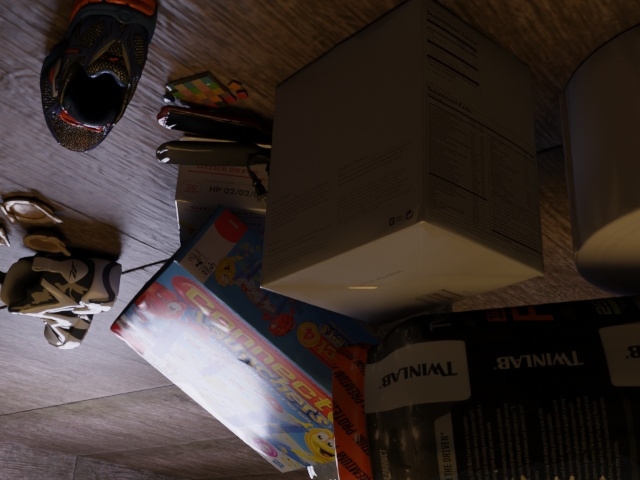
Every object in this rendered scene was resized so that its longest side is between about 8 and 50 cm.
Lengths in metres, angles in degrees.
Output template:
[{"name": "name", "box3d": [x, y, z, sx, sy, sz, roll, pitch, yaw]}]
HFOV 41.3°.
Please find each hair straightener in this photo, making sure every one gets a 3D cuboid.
[{"name": "hair straightener", "box3d": [-0.051, -0.071, 0.850, 0.230, 0.089, 0.047, 10, 156, -22]}]

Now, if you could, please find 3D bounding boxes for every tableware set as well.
[{"name": "tableware set", "box3d": [-0.409, -0.017, 1.102, 0.168, 0.020, 0.141, 0, 156, 4]}]

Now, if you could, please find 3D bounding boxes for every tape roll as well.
[{"name": "tape roll", "box3d": [0.341, -0.062, 0.739, 0.246, 0.169, 0.246, 2, 156, 1]}]

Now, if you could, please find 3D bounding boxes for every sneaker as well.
[{"name": "sneaker", "box3d": [-0.205, -0.131, 0.745, 0.083, 0.087, 0.221, 12, 154, -19]}, {"name": "sneaker", "box3d": [-0.400, 0.082, 1.233, 0.153, 0.094, 0.235, 18, 151, -28]}]

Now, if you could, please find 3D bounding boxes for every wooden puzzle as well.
[{"name": "wooden puzzle", "box3d": [-0.113, -0.140, 0.812, 0.083, 0.006, 0.049, -10, 153, 26]}]

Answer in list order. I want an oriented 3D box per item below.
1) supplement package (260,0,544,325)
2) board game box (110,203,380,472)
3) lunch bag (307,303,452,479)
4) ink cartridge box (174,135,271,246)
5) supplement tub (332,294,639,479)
[{"name": "supplement package", "box3d": [0.068, -0.057, 0.738, 0.149, 0.203, 0.194, 21, 151, -36]}, {"name": "board game box", "box3d": [-0.076, 0.136, 1.008, 0.308, 0.086, 0.302, 41, 149, -7]}, {"name": "lunch bag", "box3d": [0.071, 0.199, 1.204, 0.168, 0.287, 0.235, 14, 153, -22]}, {"name": "ink cartridge box", "box3d": [-0.108, -0.043, 0.959, 0.104, 0.062, 0.181, 6, 156, -3]}, {"name": "supplement tub", "box3d": [0.188, 0.161, 0.769, 0.337, 0.207, 0.207, -6, 155, 7]}]
